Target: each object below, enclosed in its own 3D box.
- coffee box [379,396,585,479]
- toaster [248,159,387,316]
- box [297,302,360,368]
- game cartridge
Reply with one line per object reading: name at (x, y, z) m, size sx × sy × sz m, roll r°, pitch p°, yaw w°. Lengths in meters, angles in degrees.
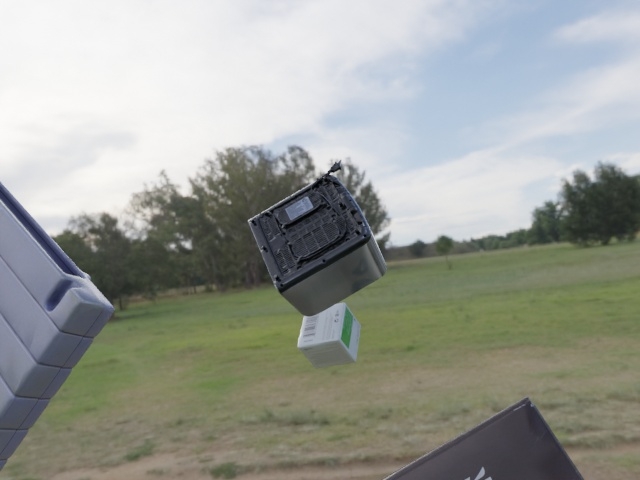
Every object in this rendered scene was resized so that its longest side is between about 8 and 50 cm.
coffee box at (0.123, 0.260, 0.321) m, size 0.168 × 0.297 × 0.119 m, roll -31°, pitch -24°, yaw 2°
toaster at (0.000, 0.000, 0.927) m, size 0.185 × 0.168 × 0.110 m, roll -31°, pitch -42°, yaw 2°
box at (0.020, 0.204, 1.278) m, size 0.101 × 0.101 × 0.087 m, roll -14°, pitch -49°, yaw 25°
game cartridge at (-0.390, 0.060, 0.650) m, size 0.355 × 0.230 × 0.068 m, roll 38°, pitch 7°, yaw 29°
